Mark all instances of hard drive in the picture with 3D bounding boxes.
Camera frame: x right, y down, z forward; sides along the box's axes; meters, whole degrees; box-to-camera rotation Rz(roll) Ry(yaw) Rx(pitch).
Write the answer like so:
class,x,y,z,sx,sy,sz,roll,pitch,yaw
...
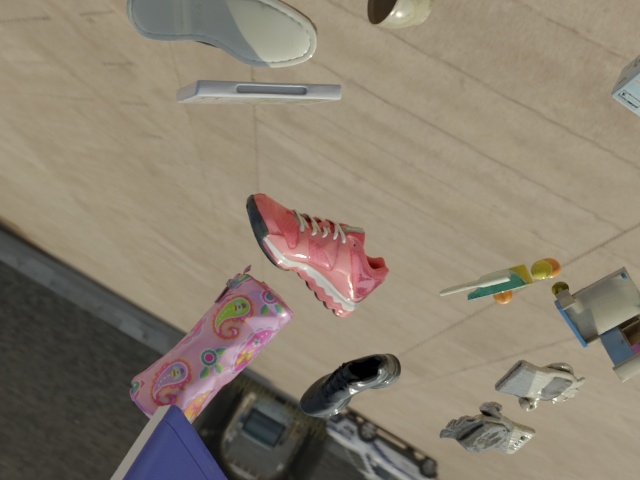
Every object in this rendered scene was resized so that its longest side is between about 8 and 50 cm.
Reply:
class,x,y,z,sx,sy,sz,roll,pitch,yaw
hard drive,-0.202,0.382,0.890,0.040,0.318,0.210,-14,116,27

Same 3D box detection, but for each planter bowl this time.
class,x,y,z,sx,sy,sz,roll,pitch,yaw
planter bowl,0.194,-0.559,1.738,0.109,0.162,0.162,12,175,-26

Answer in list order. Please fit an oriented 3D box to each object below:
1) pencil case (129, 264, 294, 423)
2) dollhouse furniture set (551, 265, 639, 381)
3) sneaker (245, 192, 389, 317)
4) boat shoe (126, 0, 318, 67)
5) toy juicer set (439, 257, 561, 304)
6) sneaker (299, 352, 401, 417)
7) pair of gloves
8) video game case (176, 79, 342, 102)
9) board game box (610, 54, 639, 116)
class,x,y,z,sx,sy,sz,roll,pitch,yaw
pencil case,-0.173,0.176,1.213,0.124,0.284,0.124,41,169,10
dollhouse furniture set,0.780,0.153,1.956,0.303,0.286,0.198,51,-163,-15
sneaker,0.000,0.000,1.275,0.314,0.136,0.116,42,-162,-38
boat shoe,-0.149,-0.359,1.226,0.325,0.096,0.116,13,120,15
toy juicer set,0.496,0.116,1.963,0.329,0.089,0.209,-10,173,-39
sneaker,0.062,0.362,1.947,0.109,0.286,0.130,63,-168,27
pair of gloves,0.349,0.297,1.362,0.204,0.240,0.042,13,-146,-34
video game case,-0.146,-0.322,1.661,0.300,0.036,0.329,-2,-172,-18
board game box,0.820,-0.356,1.630,0.224,0.097,0.303,34,155,-3
